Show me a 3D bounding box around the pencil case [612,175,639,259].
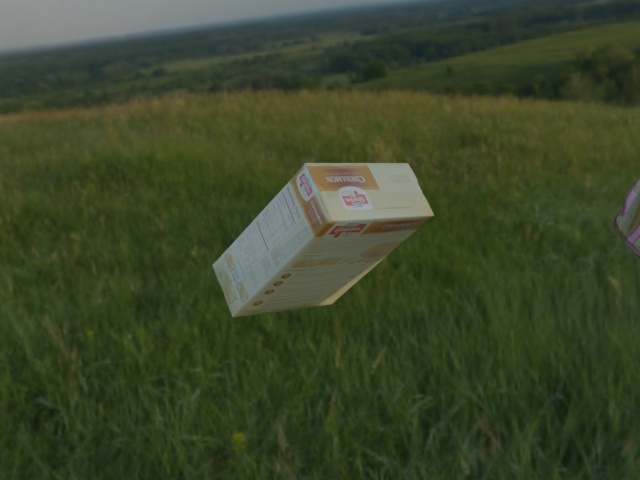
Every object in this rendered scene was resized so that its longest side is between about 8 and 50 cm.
[{"bbox_3d":[0.372,-0.115,0.654,0.167,0.386,0.160,34,16,8],"label":"pencil case"}]

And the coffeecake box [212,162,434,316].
[{"bbox_3d":[0.000,0.000,0.926,0.142,0.068,0.185,-4,-29,-42],"label":"coffeecake box"}]
